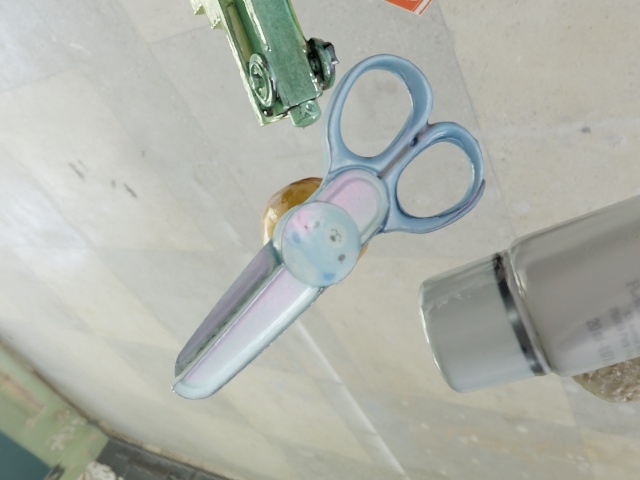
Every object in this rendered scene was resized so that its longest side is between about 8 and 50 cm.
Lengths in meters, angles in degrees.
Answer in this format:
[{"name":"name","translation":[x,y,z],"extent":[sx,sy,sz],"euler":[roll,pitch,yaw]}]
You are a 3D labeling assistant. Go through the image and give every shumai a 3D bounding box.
[{"name":"shumai","translation":[0.323,0.104,0.642],"extent":[0.145,0.146,0.116],"euler":[25,-177,11]}]

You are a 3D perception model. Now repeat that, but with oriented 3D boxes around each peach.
[{"name":"peach","translation":[-0.008,-0.014,0.709],"extent":[0.138,0.138,0.138],"euler":[21,145,16]}]

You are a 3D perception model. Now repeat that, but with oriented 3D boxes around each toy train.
[{"name":"toy train","translation":[-0.108,-0.356,0.979],"extent":[0.237,0.150,0.369],"euler":[-3,109,64]}]

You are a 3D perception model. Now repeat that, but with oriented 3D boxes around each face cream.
[{"name":"face cream","translation":[0.213,0.014,0.337],"extent":[0.314,0.089,0.143],"euler":[-20,130,22]}]

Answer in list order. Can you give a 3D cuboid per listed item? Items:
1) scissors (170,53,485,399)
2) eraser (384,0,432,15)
[{"name":"scissors","translation":[0.000,0.000,0.377],"extent":[0.125,0.256,0.030],"euler":[45,169,-14]},{"name":"eraser","translation":[0.120,-0.435,0.868],"extent":[0.157,0.230,0.038],"euler":[-51,57,34]}]
